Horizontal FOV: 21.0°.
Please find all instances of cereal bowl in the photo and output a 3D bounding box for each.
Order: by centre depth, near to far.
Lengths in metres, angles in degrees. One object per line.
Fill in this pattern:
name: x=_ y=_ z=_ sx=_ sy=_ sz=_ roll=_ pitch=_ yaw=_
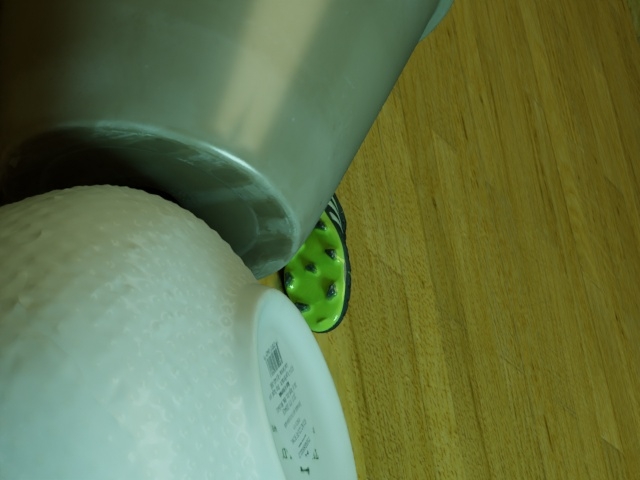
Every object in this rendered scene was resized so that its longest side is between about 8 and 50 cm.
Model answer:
cereal bowl: x=-0.069 y=0.122 z=0.944 sx=0.339 sy=0.141 sz=0.339 roll=-17 pitch=90 yaw=-76

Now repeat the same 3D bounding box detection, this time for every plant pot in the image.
plant pot: x=-0.075 y=-0.134 z=1.101 sx=0.323 sy=0.323 sz=0.280 roll=42 pitch=48 yaw=-42

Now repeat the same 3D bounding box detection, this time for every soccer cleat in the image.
soccer cleat: x=0.000 y=0.000 z=1.389 sx=0.072 sy=0.060 sz=0.179 roll=38 pitch=33 yaw=-50
